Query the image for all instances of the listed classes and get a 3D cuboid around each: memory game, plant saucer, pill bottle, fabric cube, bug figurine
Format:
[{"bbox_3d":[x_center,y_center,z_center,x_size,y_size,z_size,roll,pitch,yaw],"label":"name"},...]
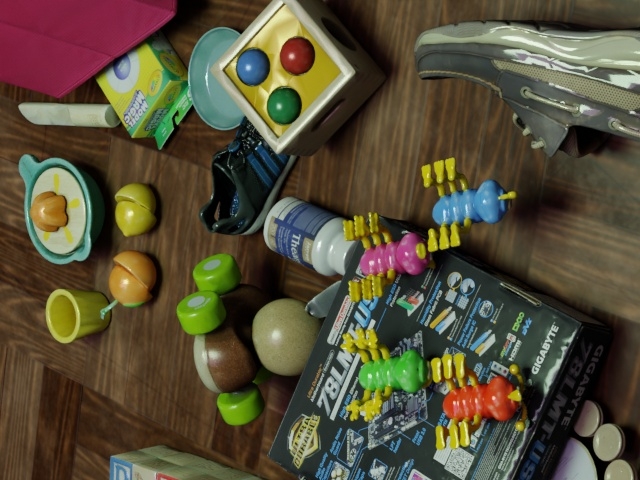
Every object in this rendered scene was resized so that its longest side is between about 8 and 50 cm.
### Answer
[{"bbox_3d":[0.241,0.244,1.762,0.186,0.012,0.186,-15,70,50],"label":"memory game"},{"bbox_3d":[-0.107,-0.188,2.070,0.119,0.021,0.119,7,100,43],"label":"plant saucer"},{"bbox_3d":[0.000,0.000,1.956,0.120,0.067,0.067,25,111,40],"label":"pill bottle"},{"bbox_3d":[-0.350,-0.353,2.084,0.259,0.258,0.254,-28,59,42],"label":"fabric cube"},{"bbox_3d":[0.113,0.067,1.750,0.216,0.072,0.279,-9,79,43],"label":"bug figurine"}]

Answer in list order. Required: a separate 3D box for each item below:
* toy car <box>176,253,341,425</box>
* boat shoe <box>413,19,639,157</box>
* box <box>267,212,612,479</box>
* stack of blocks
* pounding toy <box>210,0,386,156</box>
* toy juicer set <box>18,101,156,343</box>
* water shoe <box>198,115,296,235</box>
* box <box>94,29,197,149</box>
[{"bbox_3d":[-0.039,0.098,1.970,0.188,0.149,0.155,-11,119,19],"label":"toy car"},{"bbox_3d":[0.229,-0.140,1.679,0.355,0.132,0.130,10,102,44],"label":"boat shoe"},{"bbox_3d":[0.113,0.160,1.821,0.293,0.073,0.295,29,99,40],"label":"box"},{"bbox_3d":[-0.123,0.361,2.101,0.297,0.087,0.171,12,103,42],"label":"stack of blocks"},{"bbox_3d":[-0.032,-0.227,1.916,0.181,0.094,0.206,-45,72,20],"label":"pounding toy"},{"bbox_3d":[-0.301,-0.050,2.225,0.209,0.089,0.329,-23,78,43],"label":"toy juicer set"},{"bbox_3d":[-0.077,-0.094,2.011,0.073,0.080,0.203,33,116,36],"label":"water shoe"},{"bbox_3d":[-0.222,-0.206,2.165,0.179,0.043,0.105,55,127,23],"label":"box"}]
